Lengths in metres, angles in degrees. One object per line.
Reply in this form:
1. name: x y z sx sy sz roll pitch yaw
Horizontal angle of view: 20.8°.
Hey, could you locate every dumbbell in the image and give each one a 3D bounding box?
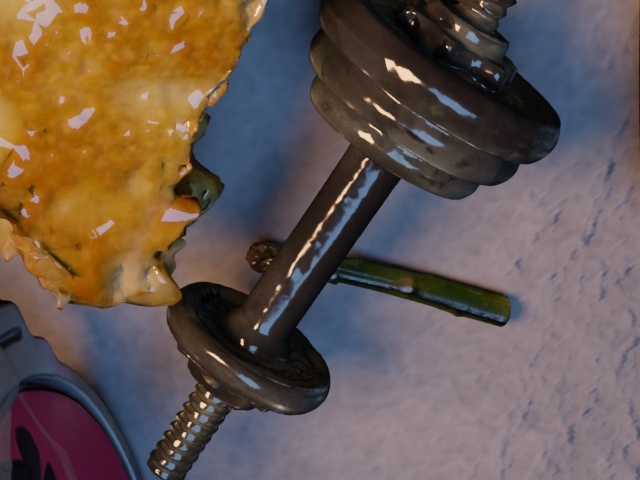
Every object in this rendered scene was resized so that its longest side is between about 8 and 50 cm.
1. dumbbell: 0.000 0.000 0.717 0.110 0.110 0.254 28 108 -21

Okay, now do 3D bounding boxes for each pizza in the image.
1. pizza: -0.129 -0.156 0.611 0.439 0.130 0.406 -13 120 -15

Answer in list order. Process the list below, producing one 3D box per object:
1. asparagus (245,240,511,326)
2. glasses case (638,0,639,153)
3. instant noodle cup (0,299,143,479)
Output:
1. asparagus: 0.027 0.019 0.788 0.127 0.015 0.018 14 112 -16
2. glasses case: 0.196 -0.145 0.699 0.131 0.074 0.323 -7 118 -5
3. instant noodle cup: -0.181 0.187 0.730 0.181 0.258 0.303 -11 86 12
